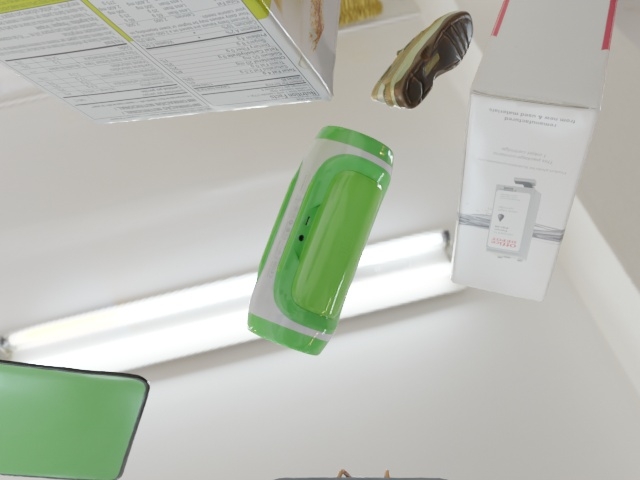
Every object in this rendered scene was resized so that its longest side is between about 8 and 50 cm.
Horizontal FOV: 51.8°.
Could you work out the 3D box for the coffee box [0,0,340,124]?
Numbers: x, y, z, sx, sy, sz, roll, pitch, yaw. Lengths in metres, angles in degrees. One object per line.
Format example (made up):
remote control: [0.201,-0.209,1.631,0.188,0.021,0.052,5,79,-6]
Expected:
coffee box: [-0.181,-0.351,0.690,0.338,0.334,0.338,-1,-106,23]

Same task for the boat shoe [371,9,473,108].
boat shoe: [0.132,-0.246,0.875,0.072,0.068,0.190,13,-131,43]

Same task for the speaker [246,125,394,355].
speaker: [0.000,0.000,0.905,0.131,0.131,0.296,19,-95,23]

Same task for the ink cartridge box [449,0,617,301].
ink cartridge box: [0.230,-0.101,0.736,0.117,0.283,0.207,13,-129,17]

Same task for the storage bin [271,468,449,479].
storage bin: [0.028,0.199,0.398,0.135,0.091,0.098,-5,-138,14]

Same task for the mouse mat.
mouse mat: [-0.255,0.157,0.567,0.189,0.152,0.007,13,-147,-19]
